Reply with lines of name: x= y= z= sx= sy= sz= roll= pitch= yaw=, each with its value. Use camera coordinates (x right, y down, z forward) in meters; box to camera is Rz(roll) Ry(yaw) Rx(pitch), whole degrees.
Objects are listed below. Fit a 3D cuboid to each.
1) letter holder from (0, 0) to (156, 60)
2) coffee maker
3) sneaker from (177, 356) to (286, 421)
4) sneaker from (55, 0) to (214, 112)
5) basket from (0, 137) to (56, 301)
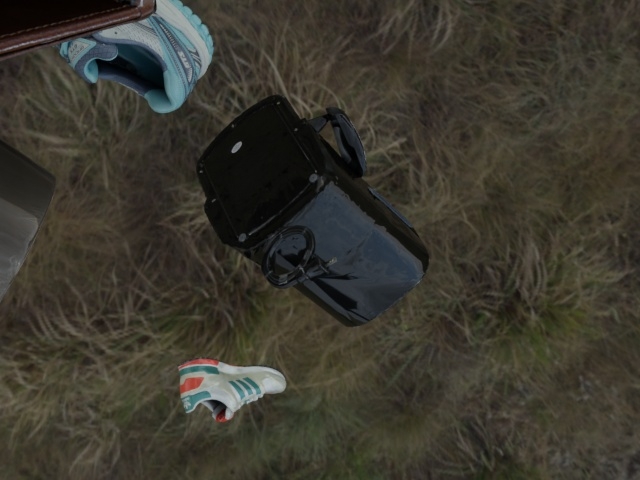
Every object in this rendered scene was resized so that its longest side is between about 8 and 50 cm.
letter holder: x=-0.256 y=-0.207 z=0.330 sx=0.302 sy=0.214 sz=0.152 roll=26 pitch=126 yaw=14
coffee maker: x=0.000 y=0.000 z=0.572 sx=0.120 sy=0.171 sz=0.178 roll=-21 pitch=144 yaw=26
sneaker: x=-0.113 y=0.200 z=0.923 sx=0.161 sy=0.075 sz=0.057 roll=19 pitch=146 yaw=-39
sneaker: x=-0.240 y=-0.238 z=0.738 sx=0.283 sy=0.122 sz=0.110 roll=30 pitch=141 yaw=-27
basket: x=-0.302 y=-0.041 z=0.449 sx=0.227 sy=0.204 sz=0.154 roll=29 pitch=142 yaw=-28
